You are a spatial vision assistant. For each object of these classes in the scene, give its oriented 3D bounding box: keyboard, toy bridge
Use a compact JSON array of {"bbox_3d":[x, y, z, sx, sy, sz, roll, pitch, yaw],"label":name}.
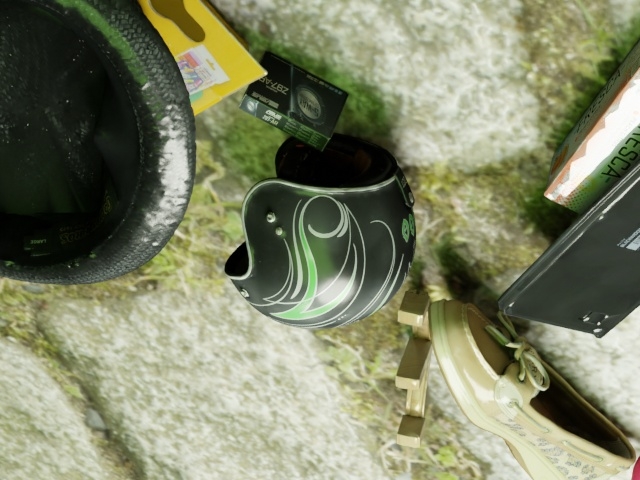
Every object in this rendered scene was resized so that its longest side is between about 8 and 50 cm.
[{"bbox_3d":[0.310,-0.010,1.504,0.201,0.033,0.317,14,141,-25],"label":"keyboard"},{"bbox_3d":[0.092,0.119,1.715,0.026,0.063,0.188,9,132,12],"label":"toy bridge"}]

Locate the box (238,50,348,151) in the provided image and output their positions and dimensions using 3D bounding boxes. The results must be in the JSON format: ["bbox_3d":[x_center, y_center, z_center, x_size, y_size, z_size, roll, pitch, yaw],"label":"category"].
[{"bbox_3d":[-0.023,-0.121,1.534,0.083,0.067,0.018,28,134,-5],"label":"box"}]

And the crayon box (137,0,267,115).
[{"bbox_3d":[-0.212,-0.172,1.545,0.323,0.083,0.203,-25,119,37],"label":"crayon box"}]

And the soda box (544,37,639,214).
[{"bbox_3d":[0.256,-0.098,1.461,0.063,0.058,0.183,27,135,-6],"label":"soda box"}]

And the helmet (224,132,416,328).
[{"bbox_3d":[0.000,0.000,1.572,0.169,0.169,0.161,10,117,11],"label":"helmet"}]

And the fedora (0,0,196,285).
[{"bbox_3d":[-0.225,-0.127,1.424,0.334,0.152,0.334,9,130,11],"label":"fedora"}]

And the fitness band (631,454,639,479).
[{"bbox_3d":[0.434,0.275,1.727,0.209,0.054,0.291,-30,124,36],"label":"fitness band"}]

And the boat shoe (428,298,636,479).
[{"bbox_3d":[0.199,0.142,1.682,0.089,0.104,0.285,-24,132,25],"label":"boat shoe"}]
